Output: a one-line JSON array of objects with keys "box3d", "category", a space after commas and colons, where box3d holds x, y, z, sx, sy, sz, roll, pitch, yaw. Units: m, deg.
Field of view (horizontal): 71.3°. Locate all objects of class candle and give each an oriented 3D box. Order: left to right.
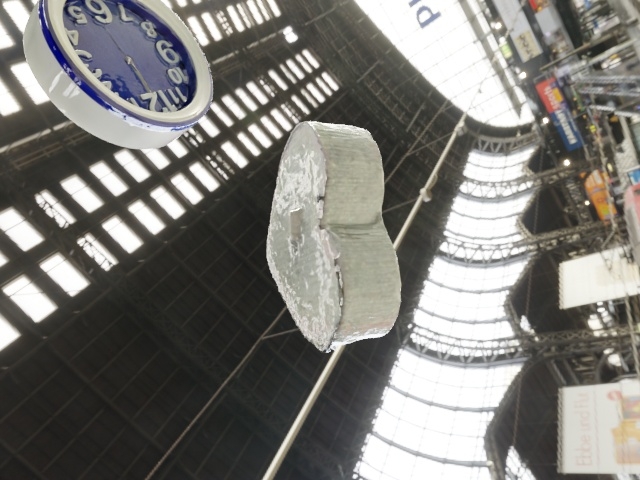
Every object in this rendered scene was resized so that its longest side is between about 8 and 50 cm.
[{"box3d": [0.000, 0.000, 0.406, 0.068, 0.168, 0.192, -1, -101, -24], "category": "candle"}]

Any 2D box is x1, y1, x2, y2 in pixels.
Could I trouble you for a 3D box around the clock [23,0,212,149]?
[{"box3d": [-0.261, -0.240, 0.602, 0.230, 0.083, 0.230, 31, -133, -41], "category": "clock"}]
